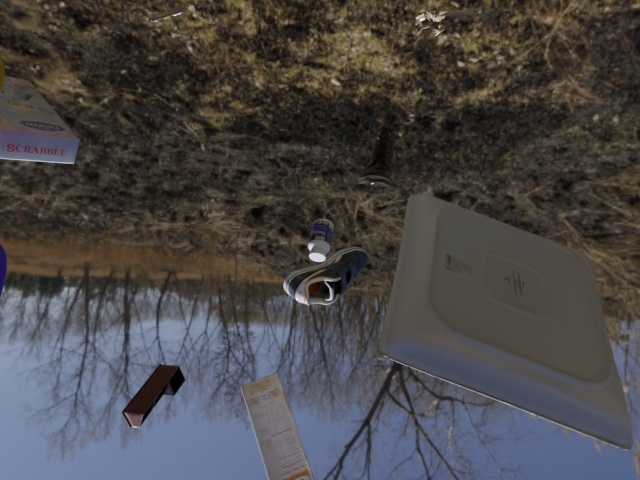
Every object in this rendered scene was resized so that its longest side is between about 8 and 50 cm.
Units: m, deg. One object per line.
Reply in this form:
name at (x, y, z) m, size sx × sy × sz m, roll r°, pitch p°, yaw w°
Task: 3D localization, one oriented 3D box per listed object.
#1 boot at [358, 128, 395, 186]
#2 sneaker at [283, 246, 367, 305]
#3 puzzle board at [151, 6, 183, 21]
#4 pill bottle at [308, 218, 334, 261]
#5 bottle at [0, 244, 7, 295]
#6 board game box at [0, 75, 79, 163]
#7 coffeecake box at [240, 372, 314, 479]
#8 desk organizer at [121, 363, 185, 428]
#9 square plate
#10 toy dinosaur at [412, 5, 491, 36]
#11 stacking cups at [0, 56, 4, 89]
boot at (0.136, -0.195, 1.002) m, size 0.077 × 0.137 × 0.198 m, roll 9°, pitch -169°, yaw 7°
sneaker at (0.048, 0.127, 1.430) m, size 0.321 × 0.126 × 0.127 m, roll -23°, pitch -143°, yaw -26°
puzzle board at (-0.463, -0.684, 1.317) m, size 0.096 × 0.011 × 0.128 m, roll -19°, pitch -143°, yaw -6°
pill bottle at (0.000, 0.000, 1.295) m, size 0.067 × 0.120 × 0.067 m, roll 7°, pitch 147°, yaw 5°
bottle at (-0.404, -0.010, 0.338) m, size 0.092 × 0.118 × 0.283 m, roll -25°, pitch 144°, yaw 8°
board game box at (-0.719, -0.268, 0.880) m, size 0.318 × 0.066 × 0.319 m, roll 41°, pitch -153°, yaw 30°
coffeecake box at (-0.073, 0.341, 0.766) m, size 0.068 × 0.185 × 0.142 m, roll -19°, pitch 159°, yaw -9°
desk organizer at (-0.335, 0.314, 0.884) m, size 0.050 × 0.047 × 0.130 m, roll -2°, pitch -151°, yaw 19°
square plate at (0.281, 0.079, 0.653) m, size 0.344 × 0.347 × 0.049 m, roll 21°, pitch 136°, yaw 0°
toy dinosaur at (0.269, -0.492, 0.951) m, size 0.092 × 0.053 × 0.183 m, roll -42°, pitch -137°, yaw -23°
stacking cups at (-0.474, -0.205, 0.551) m, size 0.096 × 0.096 × 0.316 m, roll 3°, pitch -172°, yaw -42°
